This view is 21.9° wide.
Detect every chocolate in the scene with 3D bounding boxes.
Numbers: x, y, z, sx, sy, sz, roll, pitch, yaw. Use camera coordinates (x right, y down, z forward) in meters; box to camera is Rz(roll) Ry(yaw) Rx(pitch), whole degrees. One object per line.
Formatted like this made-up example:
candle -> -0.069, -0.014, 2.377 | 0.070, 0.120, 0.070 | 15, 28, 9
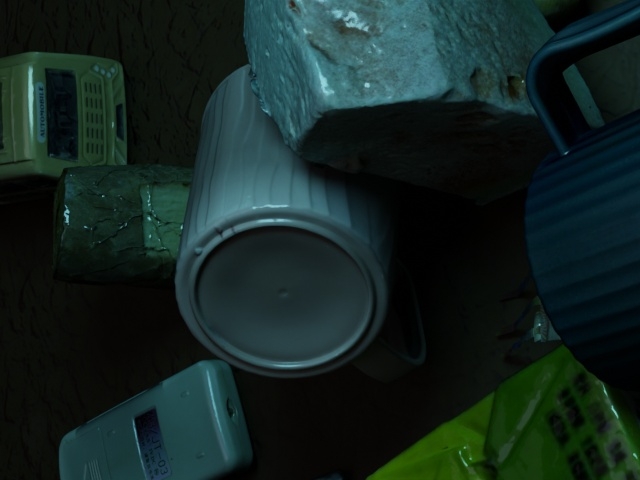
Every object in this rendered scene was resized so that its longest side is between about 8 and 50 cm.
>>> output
chocolate -> 0.223, 0.279, 1.484 | 0.289, 0.137, 0.301 | -39, 61, 32

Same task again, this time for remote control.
remote control -> -0.197, 0.249, 1.911 | 0.296, 0.056, 0.140 | -31, 66, 38

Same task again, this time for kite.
kite -> 0.200, 0.047, 1.521 | 0.229, 0.016, 0.127 | 126, 151, -71

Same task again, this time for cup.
cup -> 0.320, -0.034, 1.319 | 0.292, 0.308, 0.242 | -24, 38, 41
cup -> -0.019, 0.002, 1.614 | 0.208, 0.273, 0.288 | -8, 123, 9

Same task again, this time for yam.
yam -> -0.182, -0.014, 1.819 | 0.154, 0.254, 0.154 | -179, 90, -64

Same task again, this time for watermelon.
watermelon -> 0.052, -0.157, 1.460 | 0.387, 0.258, 0.228 | 42, 125, -5

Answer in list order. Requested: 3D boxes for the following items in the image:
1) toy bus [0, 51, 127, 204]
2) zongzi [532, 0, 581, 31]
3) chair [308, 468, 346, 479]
toy bus -> -0.418, -0.130, 2.026 | 0.365, 0.202, 0.177 | -7, 84, 35
zongzi -> 0.174, -0.168, 1.594 | 0.205, 0.094, 0.204 | -4, 94, 39
chair -> -0.135, 0.429, 1.776 | 0.240, 0.416, 0.203 | 89, 159, -64
